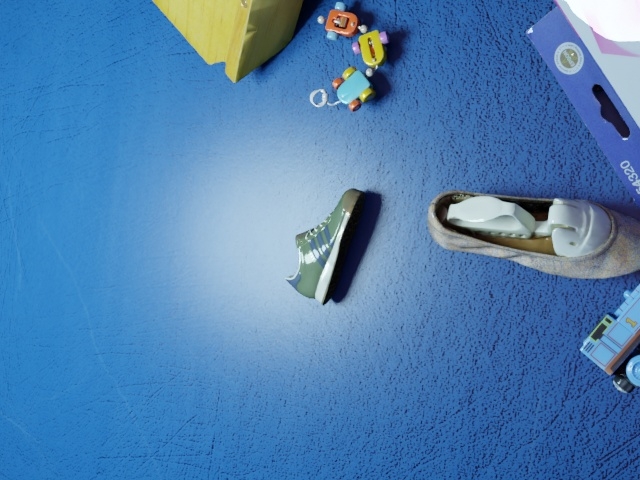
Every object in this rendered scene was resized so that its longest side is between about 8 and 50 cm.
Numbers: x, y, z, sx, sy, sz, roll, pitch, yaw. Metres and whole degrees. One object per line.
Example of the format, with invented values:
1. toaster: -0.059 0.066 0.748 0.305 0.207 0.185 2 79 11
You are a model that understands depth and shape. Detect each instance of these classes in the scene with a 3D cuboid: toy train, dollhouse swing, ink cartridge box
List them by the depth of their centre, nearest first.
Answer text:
1. ink cartridge box: 0.430 -0.209 0.915 0.324 0.071 0.330 59 140 6
2. toy train: 0.434 0.113 1.012 0.105 0.080 0.184 42 106 24
3. toy train: 0.047 -0.282 1.201 0.125 0.046 0.166 14 92 24
4. dollhouse swing: -0.106 -0.519 1.258 0.347 0.305 0.315 49 149 16

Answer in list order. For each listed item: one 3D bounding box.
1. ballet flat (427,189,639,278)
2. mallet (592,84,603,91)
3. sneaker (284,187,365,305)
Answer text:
1. ballet flat: 0.292 -0.016 1.046 0.316 0.106 0.107 4 67 23
2. mallet: 0.366 -0.301 1.067 0.039 0.062 0.189 -12 100 25
3. sneaker: 0.000 0.000 1.208 0.086 0.064 0.192 22 102 17
